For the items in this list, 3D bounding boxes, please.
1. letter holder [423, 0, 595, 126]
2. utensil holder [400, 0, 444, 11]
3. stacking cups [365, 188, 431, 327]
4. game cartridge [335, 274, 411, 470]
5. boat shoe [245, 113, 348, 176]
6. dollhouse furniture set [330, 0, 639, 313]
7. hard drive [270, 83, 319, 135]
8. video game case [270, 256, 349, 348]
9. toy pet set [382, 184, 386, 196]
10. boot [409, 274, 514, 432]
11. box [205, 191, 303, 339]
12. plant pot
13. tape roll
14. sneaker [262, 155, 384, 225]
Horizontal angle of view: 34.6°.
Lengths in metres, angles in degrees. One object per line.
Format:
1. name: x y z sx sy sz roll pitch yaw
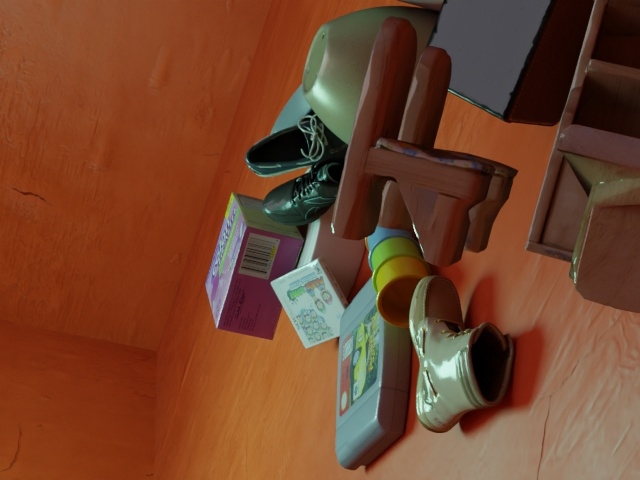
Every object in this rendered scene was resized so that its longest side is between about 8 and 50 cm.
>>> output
1. letter holder: 0.283 -0.301 1.227 0.152 0.214 0.301 37 116 39
2. utensil holder: 0.077 -0.576 1.694 0.327 0.386 0.327 -167 90 -74
3. stacking cups: 0.121 0.010 1.620 0.316 0.096 0.096 -95 24 -60
4. game cartridge: 0.084 0.194 1.636 0.196 0.060 0.294 129 151 -49
5. boat shoe: -0.026 -0.193 2.008 0.079 0.255 0.095 36 -139 -80
6. dollhouse furniture set: 0.251 -0.087 0.759 0.394 0.362 0.256 -9 -67 -74
7. hard drive: 0.007 -0.259 2.093 0.254 0.172 0.054 134 123 -63
8. video game case: -0.011 0.115 1.863 0.157 0.019 0.143 -28 91 49
9. toy pet set: 0.123 -0.084 1.617 0.122 0.114 0.065 -112 29 -64
10. boot: 0.179 0.125 1.311 0.165 0.077 0.213 132 143 -61
11. box: -0.136 0.045 2.039 0.243 0.117 0.213 -119 45 -69
12. plant pot: 0.077 -0.291 1.814 0.284 0.191 0.284 -167 90 -75
13. tape roll: 0.000 0.000 2.005 0.286 0.100 0.286 -166 90 -75
14. sneaker: 0.001 -0.103 1.827 0.267 0.106 0.101 -16 61 27
